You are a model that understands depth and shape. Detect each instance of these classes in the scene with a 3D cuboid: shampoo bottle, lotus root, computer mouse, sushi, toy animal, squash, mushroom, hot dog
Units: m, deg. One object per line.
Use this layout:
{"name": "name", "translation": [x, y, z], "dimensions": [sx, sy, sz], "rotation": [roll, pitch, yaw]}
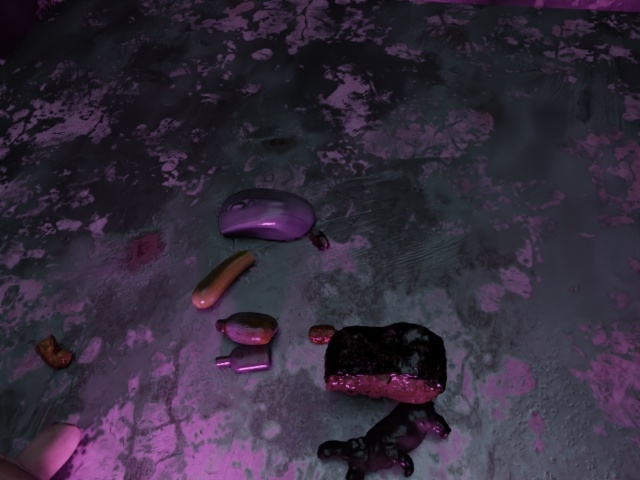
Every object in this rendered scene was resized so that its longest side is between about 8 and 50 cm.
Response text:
{"name": "shampoo bottle", "translation": [-0.231, 0.354, 1.371], "dimensions": [0.165, 0.040, 0.080], "rotation": [-8, 56, 0]}
{"name": "lotus root", "translation": [-0.227, 0.264, 1.392], "dimensions": [0.191, 0.088, 0.113], "rotation": [5, 18, 9]}
{"name": "computer mouse", "translation": [-0.207, -0.103, 1.628], "dimensions": [0.370, 0.122, 0.188], "rotation": [-1, 56, 10]}
{"name": "sushi", "translation": [0.000, 0.000, 1.588], "dimensions": [0.046, 0.044, 0.083], "rotation": [-18, 56, -32]}
{"name": "toy animal", "translation": [0.169, 0.531, 1.177], "dimensions": [0.343, 0.106, 0.168], "rotation": [-26, 59, -7]}
{"name": "squash", "translation": [-0.326, 0.126, 1.513], "dimensions": [0.083, 0.083, 0.250], "rotation": [33, 63, 24]}
{"name": "sushi", "translation": [0.160, 0.327, 1.199], "dimensions": [0.350, 0.211, 0.171], "rotation": [-10, 47, 37]}
{"name": "mushroom", "translation": [-0.760, 0.604, 1.133], "dimensions": [0.314, 0.315, 0.336], "rotation": [9, 35, 12]}
{"name": "hot dog", "translation": [0.005, 0.283, 1.395], "dimensions": [0.083, 0.035, 0.058], "rotation": [-5, 56, 3]}

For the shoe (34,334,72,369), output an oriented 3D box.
{"name": "shoe", "translation": [-0.833, 0.348, 1.420], "dimensions": [0.109, 0.072, 0.069], "rotation": [32, 70, 24]}
